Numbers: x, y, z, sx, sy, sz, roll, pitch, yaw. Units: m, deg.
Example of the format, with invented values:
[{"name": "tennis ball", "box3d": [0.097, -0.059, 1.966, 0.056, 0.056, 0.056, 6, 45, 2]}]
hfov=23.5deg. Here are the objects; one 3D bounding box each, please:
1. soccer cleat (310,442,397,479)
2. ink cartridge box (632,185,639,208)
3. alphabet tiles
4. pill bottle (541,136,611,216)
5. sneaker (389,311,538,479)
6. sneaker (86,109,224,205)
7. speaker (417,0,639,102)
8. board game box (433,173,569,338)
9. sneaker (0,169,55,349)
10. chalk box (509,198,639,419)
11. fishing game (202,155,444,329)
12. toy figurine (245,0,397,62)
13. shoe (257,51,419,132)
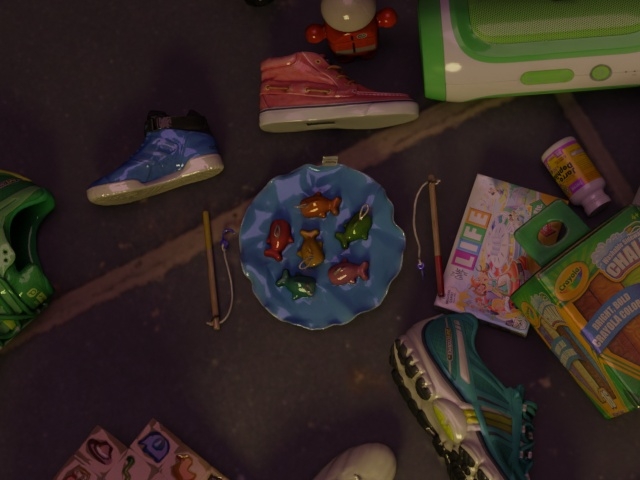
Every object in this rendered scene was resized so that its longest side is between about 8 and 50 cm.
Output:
[{"name": "soccer cleat", "box3d": [-0.002, 0.272, 1.553, 0.196, 0.076, 0.068, -32, 85, -11]}, {"name": "ink cartridge box", "box3d": [0.482, -0.113, 1.557, 0.226, 0.131, 0.306, 31, 75, -21]}, {"name": "alphabet tiles", "box3d": [-0.173, 0.308, 1.571, 0.237, 0.009, 0.198, 39, 79, 1]}, {"name": "pill bottle", "box3d": [0.276, -0.067, 1.648, 0.043, 0.043, 0.083, -32, 74, -4]}, {"name": "sneaker", "box3d": [0.177, 0.195, 1.559, 0.110, 0.107, 0.275, -25, 77, -16]}, {"name": "sneaker", "box3d": [-0.189, -0.095, 1.683, 0.152, 0.058, 0.084, -17, 80, -5]}, {"name": "speaker", "box3d": [0.256, -0.218, 1.650, 0.297, 0.131, 0.131, -4, 75, 3]}, {"name": "board game box", "box3d": [0.193, 0.016, 1.641, 0.103, 0.026, 0.154, 17, 77, 9]}, {"name": "sneaker", "box3d": [-0.351, 0.063, 1.628, 0.123, 0.109, 0.295, 6, 75, 10]}, {"name": "chalk box", "box3d": [0.286, 0.054, 1.550, 0.132, 0.132, 0.213, -37, 84, -11]}, {"name": "fishing game", "box3d": [0.000, 0.000, 1.645, 0.264, 0.041, 0.189, -5, 74, 10]}, {"name": "toy figurine", "box3d": [0.016, -0.325, 1.685, 0.213, 0.148, 0.209, 35, 80, 13]}, {"name": "shoe", "box3d": [0.018, -0.166, 1.685, 0.178, 0.063, 0.081, -3, 80, 8]}]
